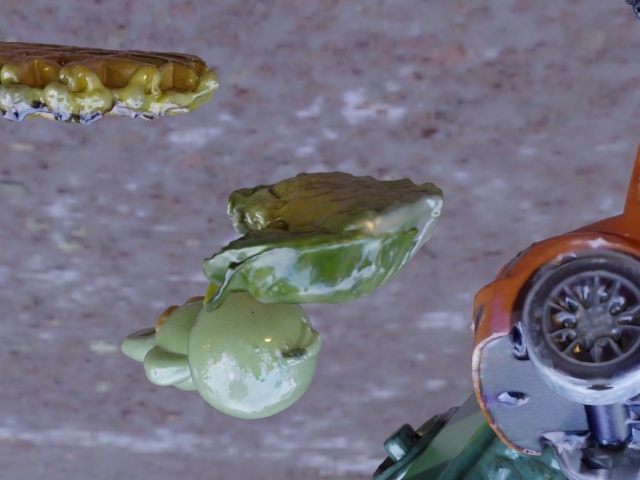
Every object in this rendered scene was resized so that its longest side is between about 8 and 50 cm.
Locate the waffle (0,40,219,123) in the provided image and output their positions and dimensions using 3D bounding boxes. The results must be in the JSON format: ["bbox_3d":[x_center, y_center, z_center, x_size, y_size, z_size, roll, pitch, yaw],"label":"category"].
[{"bbox_3d":[-0.241,-0.154,1.360,0.281,0.058,0.301,-7,-164,-44],"label":"waffle"}]

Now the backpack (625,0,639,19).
[{"bbox_3d":[0.471,-0.316,1.597,0.258,0.133,0.206,-35,173,-25],"label":"backpack"}]

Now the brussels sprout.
[{"bbox_3d":[0.002,0.003,1.088,0.181,0.100,0.139,-3,-170,-6],"label":"brussels sprout"}]

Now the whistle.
[{"bbox_3d":[-0.112,0.094,1.470,0.294,0.141,0.141,16,173,45],"label":"whistle"}]

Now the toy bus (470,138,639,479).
[{"bbox_3d":[0.231,0.019,0.619,0.329,0.153,0.143,-4,150,14],"label":"toy bus"}]

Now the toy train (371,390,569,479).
[{"bbox_3d":[0.087,0.213,0.920,0.167,0.299,0.238,42,157,0],"label":"toy train"}]
